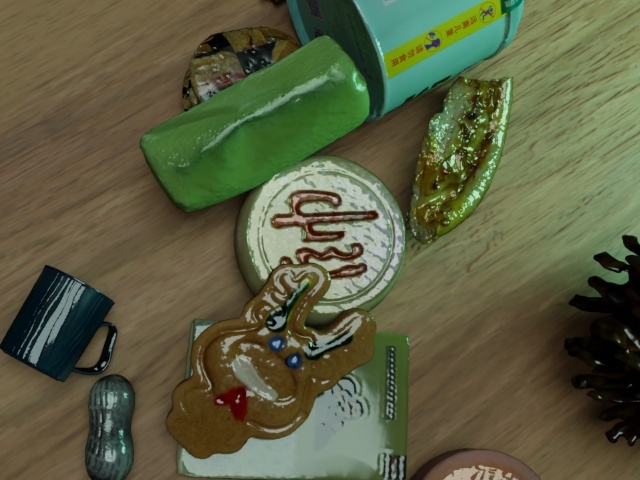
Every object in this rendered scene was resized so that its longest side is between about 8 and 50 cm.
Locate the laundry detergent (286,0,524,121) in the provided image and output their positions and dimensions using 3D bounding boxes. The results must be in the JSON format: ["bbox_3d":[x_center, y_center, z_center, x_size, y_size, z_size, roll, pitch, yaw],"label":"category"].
[{"bbox_3d":[0.145,-0.381,1.483,0.305,0.287,0.287,-30,85,-15],"label":"laundry detergent"}]

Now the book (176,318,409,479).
[{"bbox_3d":[-0.037,0.249,1.445,0.352,0.035,0.239,5,76,-9],"label":"book"}]

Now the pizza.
[{"bbox_3d":[0.230,-0.149,1.512,0.074,0.182,0.365,9,50,35],"label":"pizza"}]

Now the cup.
[{"bbox_3d":[-0.371,0.131,1.369,0.150,0.113,0.138,28,76,-2],"label":"cup"}]

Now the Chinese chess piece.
[{"bbox_3d":[0.000,0.000,1.467,0.270,0.112,0.270,2,79,-9],"label":"Chinese chess piece"}]

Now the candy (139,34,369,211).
[{"bbox_3d":[-0.091,-0.170,1.389,0.344,0.142,0.132,-29,57,-5],"label":"candy"}]

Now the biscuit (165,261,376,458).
[{"bbox_3d":[-0.080,0.185,1.367,0.334,0.047,0.202,-41,97,0],"label":"biscuit"}]

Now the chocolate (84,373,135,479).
[{"bbox_3d":[-0.307,0.279,1.371,0.072,0.072,0.167,3,75,-10],"label":"chocolate"}]

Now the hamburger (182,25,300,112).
[{"bbox_3d":[-0.109,-0.233,1.502,0.231,0.107,0.230,4,72,-13],"label":"hamburger"}]

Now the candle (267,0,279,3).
[{"bbox_3d":[-0.051,-0.448,1.585,0.131,0.052,0.052,-42,88,-15],"label":"candle"}]

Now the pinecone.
[{"bbox_3d":[0.552,0.158,1.412,0.398,0.398,0.397,2,78,-10],"label":"pinecone"}]

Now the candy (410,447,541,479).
[{"bbox_3d":[0.244,0.442,1.423,0.255,0.094,0.255,2,78,-10],"label":"candy"}]
